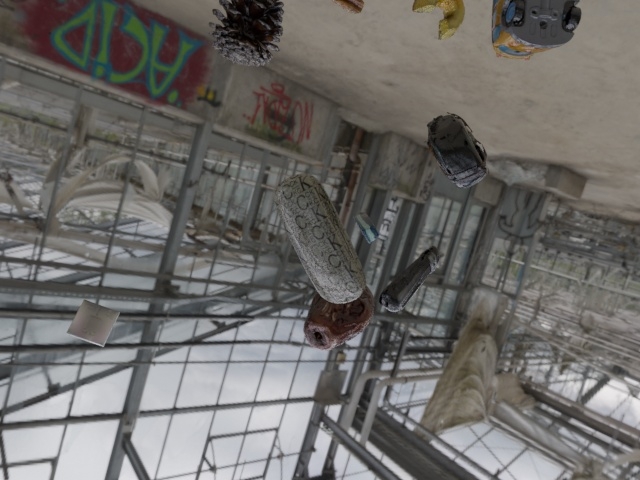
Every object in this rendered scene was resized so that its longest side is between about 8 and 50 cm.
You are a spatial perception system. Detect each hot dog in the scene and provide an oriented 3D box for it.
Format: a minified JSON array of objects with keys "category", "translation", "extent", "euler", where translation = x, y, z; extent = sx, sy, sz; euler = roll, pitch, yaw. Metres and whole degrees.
[{"category":"hot dog","translation":[0.095,-0.889,1.684],"extent":[0.144,0.062,0.038],"euler":[14,-153,-26]}]

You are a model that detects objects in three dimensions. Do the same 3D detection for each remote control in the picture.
[{"category":"remote control","translation":[0.278,0.112,1.337],"extent":[0.066,0.266,0.090],"euler":[35,150,28]}]

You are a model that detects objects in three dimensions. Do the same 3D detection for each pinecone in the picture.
[{"category":"pinecone","translation":[-0.225,-0.711,1.475],"extent":[0.246,0.292,0.246],"euler":[23,-177,-1]}]

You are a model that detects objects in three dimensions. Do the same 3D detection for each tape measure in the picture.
[{"category":"tape measure","translation":[0.403,-0.258,1.325],"extent":[0.202,0.135,0.222],"euler":[35,-147,-45]}]

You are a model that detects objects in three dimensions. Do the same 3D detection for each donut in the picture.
[{"category":"donut","translation":[0.405,-0.770,1.506],"extent":[0.181,0.146,0.078],"euler":[40,171,-14]}]

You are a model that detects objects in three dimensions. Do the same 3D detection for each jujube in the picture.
[{"category":"jujube","translation":[0.053,0.219,1.392],"extent":[0.197,0.197,0.290],"euler":[18,-151,20]}]

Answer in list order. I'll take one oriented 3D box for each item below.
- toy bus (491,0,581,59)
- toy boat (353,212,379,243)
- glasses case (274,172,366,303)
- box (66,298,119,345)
[{"category":"toy bus","translation":[0.382,-0.439,0.829],"extent":[0.126,0.209,0.136],"euler":[3,-179,-6]},{"category":"toy boat","translation":[0.198,-0.070,2.020],"extent":[0.096,0.062,0.299],"euler":[58,-175,-19]},{"category":"glasses case","translation":[0.000,0.000,1.157],"extent":[0.137,0.354,0.085],"euler":[-19,-167,32]},{"category":"box","translation":[-0.813,0.296,1.630],"extent":[0.130,0.129,0.051],"euler":[25,156,-15]}]
